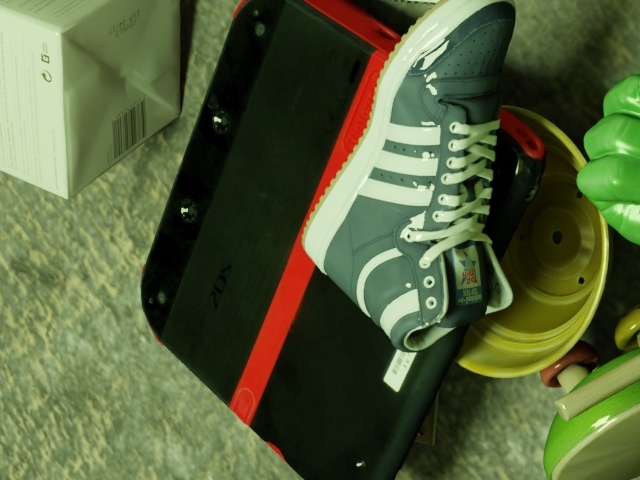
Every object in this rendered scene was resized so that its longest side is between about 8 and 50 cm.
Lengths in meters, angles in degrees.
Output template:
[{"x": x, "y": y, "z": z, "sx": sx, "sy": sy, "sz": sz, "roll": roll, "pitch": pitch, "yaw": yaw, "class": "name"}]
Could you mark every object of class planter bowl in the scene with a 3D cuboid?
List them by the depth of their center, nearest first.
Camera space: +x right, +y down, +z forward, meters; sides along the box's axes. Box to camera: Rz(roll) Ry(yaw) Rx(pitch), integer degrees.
[{"x": 0.169, "y": -0.001, "z": 1.192, "sx": 0.217, "sy": 0.090, "sz": 0.217, "roll": 5, "pitch": 96, "yaw": 46, "class": "planter bowl"}]

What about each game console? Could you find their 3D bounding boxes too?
[{"x": 0.000, "y": 0.000, "z": 1.273, "sx": 0.342, "sy": 0.060, "sz": 0.386, "roll": 38, "pitch": 120, "yaw": 31, "class": "game console"}]

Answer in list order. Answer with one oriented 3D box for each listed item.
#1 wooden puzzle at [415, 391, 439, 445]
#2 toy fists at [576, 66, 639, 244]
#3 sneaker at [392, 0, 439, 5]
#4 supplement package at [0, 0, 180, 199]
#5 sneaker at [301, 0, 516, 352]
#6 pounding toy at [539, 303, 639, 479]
[{"x": 0.074, "y": 0.150, "z": 1.345, "sx": 0.079, "sy": 0.014, "sz": 0.116, "roll": 4, "pitch": 106, "yaw": 28, "class": "wooden puzzle"}, {"x": 0.305, "y": -0.112, "z": 1.053, "sx": 0.142, "sy": 0.096, "sz": 0.279, "roll": 43, "pitch": 94, "yaw": 11, "class": "toy fists"}, {"x": 0.085, "y": -0.237, "z": 1.208, "sx": 0.161, "sy": 0.057, "sz": 0.075, "roll": 10, "pitch": 113, "yaw": 29, "class": "sneaker"}, {"x": -0.294, "y": -0.194, "z": 1.339, "sx": 0.293, "sy": 0.177, "sz": 0.175, "roll": 23, "pitch": 132, "yaw": 22, "class": "supplement package"}, {"x": 0.097, "y": -0.040, "z": 1.076, "sx": 0.153, "sy": 0.099, "sz": 0.282, "roll": 53, "pitch": 133, "yaw": 29, "class": "sneaker"}, {"x": 0.240, "y": 0.098, "z": 1.145, "sx": 0.183, "sy": 0.237, "sz": 0.110, "roll": -23, "pitch": 62, "yaw": -4, "class": "pounding toy"}]
